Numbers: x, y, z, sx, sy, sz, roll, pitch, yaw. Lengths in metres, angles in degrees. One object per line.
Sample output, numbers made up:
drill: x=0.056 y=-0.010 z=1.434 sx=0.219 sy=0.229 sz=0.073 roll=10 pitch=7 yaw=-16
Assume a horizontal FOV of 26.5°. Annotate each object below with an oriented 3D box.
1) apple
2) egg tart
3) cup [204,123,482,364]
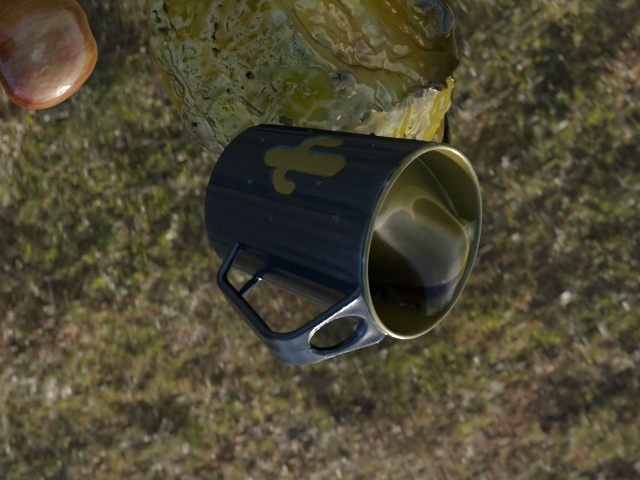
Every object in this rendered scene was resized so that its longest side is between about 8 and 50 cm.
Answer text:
apple: x=-0.346 y=-0.242 z=1.682 sx=0.131 sy=0.146 sz=0.146 roll=-25 pitch=132 yaw=-7
egg tart: x=0.003 y=-0.179 z=1.195 sx=0.345 sy=0.345 sz=0.132 roll=15 pitch=143 yaw=-29
cup: x=0.000 y=0.000 z=0.920 sx=0.176 sy=0.155 sz=0.131 roll=-52 pitch=137 yaw=-25
